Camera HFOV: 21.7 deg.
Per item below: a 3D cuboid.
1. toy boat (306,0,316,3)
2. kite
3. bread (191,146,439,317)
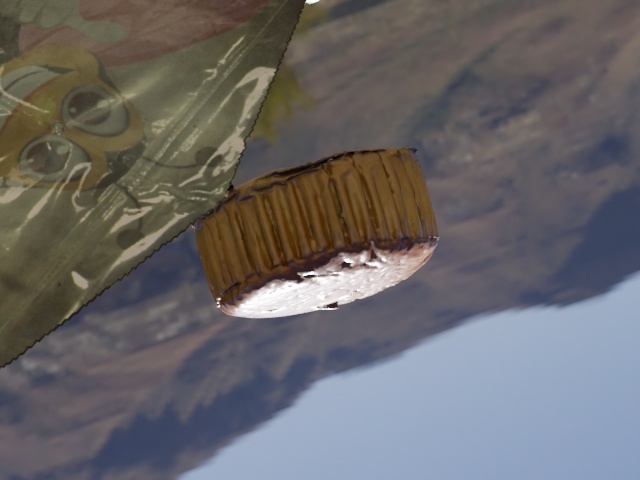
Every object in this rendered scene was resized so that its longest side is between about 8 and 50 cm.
[{"bbox_3d":[0.024,-0.303,1.477,0.290,0.100,0.199,-38,-147,14],"label":"toy boat"},{"bbox_3d":[-0.185,-0.092,0.534,0.204,0.360,0.022,-51,165,-35],"label":"kite"},{"bbox_3d":[0.000,0.000,1.353,0.199,0.104,0.199,-17,169,-3],"label":"bread"}]
